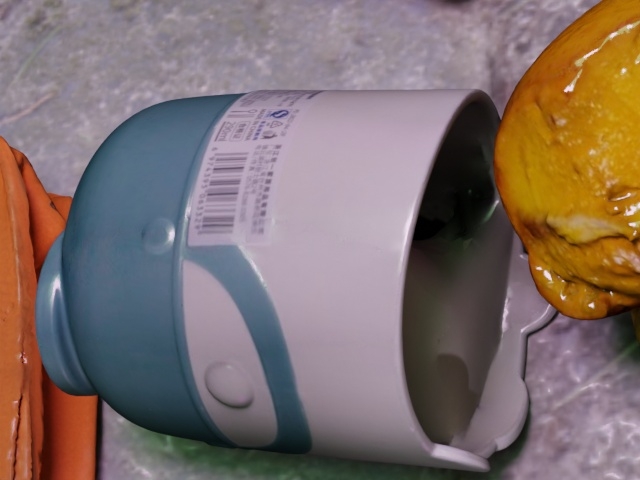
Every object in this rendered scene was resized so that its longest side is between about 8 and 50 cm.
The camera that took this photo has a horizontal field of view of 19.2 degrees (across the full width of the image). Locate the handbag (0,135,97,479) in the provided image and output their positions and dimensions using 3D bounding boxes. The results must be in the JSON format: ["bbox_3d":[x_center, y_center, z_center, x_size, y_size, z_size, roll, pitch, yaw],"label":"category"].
[{"bbox_3d":[-0.355,0.105,1.281,0.410,0.116,0.303,-12,61,17],"label":"handbag"}]

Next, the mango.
[{"bbox_3d":[0.256,-0.095,1.072,0.350,0.201,0.199,-32,53,-20],"label":"mango"}]

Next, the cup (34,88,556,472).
[{"bbox_3d":[0.000,0.000,1.147,0.258,0.219,0.289,2,37,23],"label":"cup"}]

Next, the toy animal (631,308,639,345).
[{"bbox_3d":[0.263,0.046,1.091,0.159,0.070,0.083,-17,36,9],"label":"toy animal"}]
